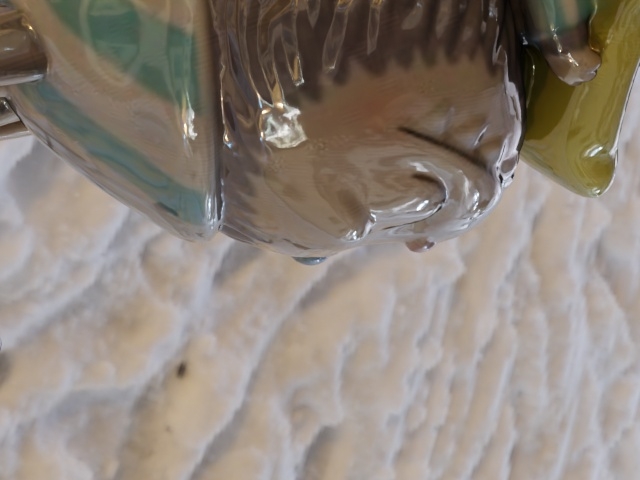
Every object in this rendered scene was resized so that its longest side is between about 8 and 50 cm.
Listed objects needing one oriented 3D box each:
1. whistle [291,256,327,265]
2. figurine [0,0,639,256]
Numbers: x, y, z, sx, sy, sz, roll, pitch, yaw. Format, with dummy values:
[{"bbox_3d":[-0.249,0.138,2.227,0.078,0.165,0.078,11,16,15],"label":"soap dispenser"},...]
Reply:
[{"bbox_3d":[0.000,0.000,2.037,0.090,0.158,0.090,-14,106,-61],"label":"whistle"},{"bbox_3d":[-0.047,-0.136,0.589,0.378,0.266,0.361,-24,127,-24],"label":"figurine"}]
